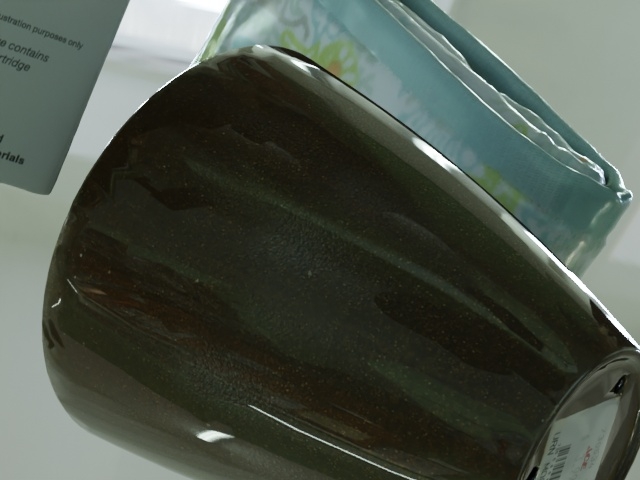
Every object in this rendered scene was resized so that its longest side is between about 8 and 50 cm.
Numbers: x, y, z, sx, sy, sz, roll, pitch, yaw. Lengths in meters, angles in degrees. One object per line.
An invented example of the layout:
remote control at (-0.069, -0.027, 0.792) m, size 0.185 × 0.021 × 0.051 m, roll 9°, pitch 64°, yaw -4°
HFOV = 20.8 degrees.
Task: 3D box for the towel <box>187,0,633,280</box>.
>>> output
towel at (0.000, 0.000, 1.106) m, size 0.090 × 0.320 × 0.374 m, roll 13°, pitch -154°, yaw -38°

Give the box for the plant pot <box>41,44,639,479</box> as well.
plant pot at (0.028, 0.050, 0.804) m, size 0.230 × 0.215 × 0.215 m, roll 29°, pitch -124°, yaw 34°

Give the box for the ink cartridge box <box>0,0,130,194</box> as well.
ink cartridge box at (-0.168, -0.199, 0.855) m, size 0.121 × 0.289 × 0.211 m, roll 17°, pitch -170°, yaw -38°
